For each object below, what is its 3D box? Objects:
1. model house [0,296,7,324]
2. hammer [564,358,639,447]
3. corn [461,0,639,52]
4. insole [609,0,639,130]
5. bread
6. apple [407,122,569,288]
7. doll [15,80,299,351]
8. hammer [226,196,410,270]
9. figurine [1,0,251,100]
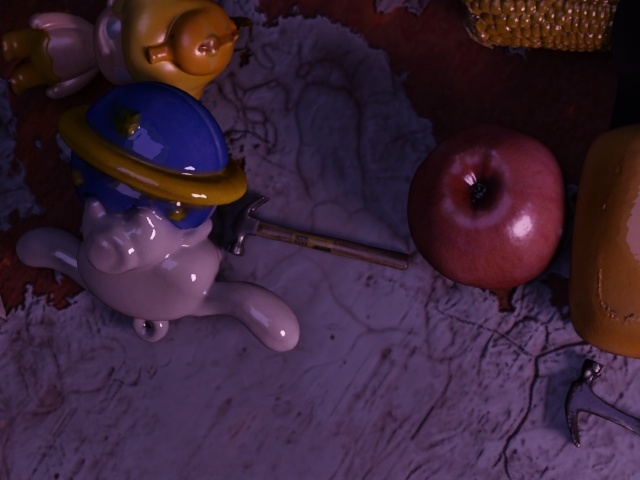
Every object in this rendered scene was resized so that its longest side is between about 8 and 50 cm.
[{"bbox_3d":[-0.379,0.044,1.985,0.087,0.100,0.100,-23,73,13],"label":"model house"},{"bbox_3d":[0.311,0.183,1.799,0.201,0.021,0.078,26,88,20],"label":"hammer"},{"bbox_3d":[0.256,-0.217,1.853,0.260,0.091,0.091,7,81,13],"label":"corn"},{"bbox_3d":[0.293,-0.151,1.820,0.064,0.004,0.188,9,117,13],"label":"insole"},{"bbox_3d":[0.296,-0.001,1.791,0.147,0.098,0.217,2,88,13],"label":"bread"},{"bbox_3d":[0.153,-0.033,1.833,0.153,0.120,0.153,-3,78,16],"label":"apple"},{"bbox_3d":[-0.145,-0.012,1.884,0.311,0.159,0.243,30,101,16],"label":"doll"},{"bbox_3d":[0.000,0.000,1.927,0.182,0.017,0.062,12,84,16],"label":"hammer"},{"bbox_3d":[-0.191,-0.191,1.964,0.246,0.131,0.156,-3,114,15],"label":"figurine"}]
